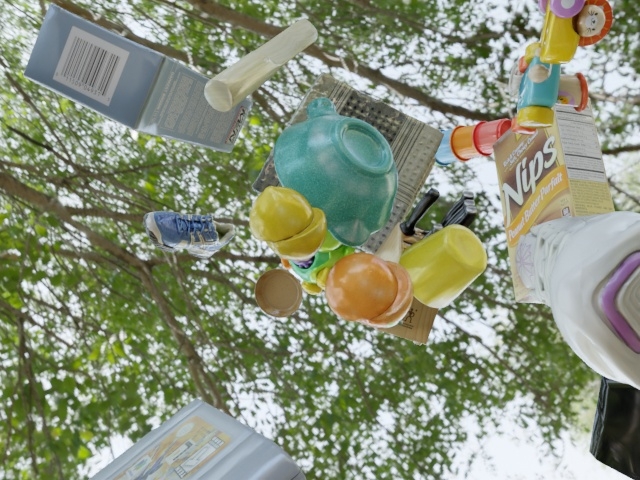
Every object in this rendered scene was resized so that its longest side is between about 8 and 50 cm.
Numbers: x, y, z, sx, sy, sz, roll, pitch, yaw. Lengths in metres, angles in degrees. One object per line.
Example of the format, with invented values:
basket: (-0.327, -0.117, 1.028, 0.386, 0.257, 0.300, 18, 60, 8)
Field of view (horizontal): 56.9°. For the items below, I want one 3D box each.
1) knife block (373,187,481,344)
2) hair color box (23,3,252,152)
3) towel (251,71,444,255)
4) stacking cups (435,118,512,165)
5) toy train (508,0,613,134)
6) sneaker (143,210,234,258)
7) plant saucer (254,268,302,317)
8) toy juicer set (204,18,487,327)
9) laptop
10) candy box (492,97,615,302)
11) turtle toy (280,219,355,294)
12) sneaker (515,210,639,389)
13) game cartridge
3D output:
knife block: (0.144, 0.030, 0.942, 0.088, 0.276, 0.242, 20, -91, -13)
hair color box: (-0.266, -0.242, 0.961, 0.113, 0.185, 0.374, -65, -8, 8)
towel: (0.064, -0.161, 1.229, 0.324, 0.312, 0.056, -61, -4, -17)
stacking cups: (0.289, -0.217, 1.312, 0.096, 0.316, 0.096, 3, -95, -32)
toy train: (0.169, -0.154, 0.406, 0.166, 0.046, 0.125, 86, -166, -49)
sneaker: (-0.240, -0.023, 1.087, 0.081, 0.080, 0.211, -27, -16, 20)
plant saucer: (-0.068, 0.087, 0.984, 0.083, 0.083, 0.015, -65, -8, 12)
toy juicer set: (-0.006, -0.056, 0.545, 0.209, 0.329, 0.089, -25, -14, -44)
laptop: (0.500, 0.212, 0.720, 0.265, 0.136, 0.234, -11, -58, -4)
candy box: (0.394, -0.067, 1.004, 0.088, 0.316, 0.183, 4, -22, -16)
turtle toy: (0.000, 0.000, 0.605, 0.066, 0.130, 0.095, 26, -107, -13)
sneaker: (0.206, 0.036, 0.446, 0.305, 0.152, 0.114, 1, -86, -54)
game cartridge: (-0.147, 0.234, 0.520, 0.198, 0.297, 0.062, -31, -83, -25)
